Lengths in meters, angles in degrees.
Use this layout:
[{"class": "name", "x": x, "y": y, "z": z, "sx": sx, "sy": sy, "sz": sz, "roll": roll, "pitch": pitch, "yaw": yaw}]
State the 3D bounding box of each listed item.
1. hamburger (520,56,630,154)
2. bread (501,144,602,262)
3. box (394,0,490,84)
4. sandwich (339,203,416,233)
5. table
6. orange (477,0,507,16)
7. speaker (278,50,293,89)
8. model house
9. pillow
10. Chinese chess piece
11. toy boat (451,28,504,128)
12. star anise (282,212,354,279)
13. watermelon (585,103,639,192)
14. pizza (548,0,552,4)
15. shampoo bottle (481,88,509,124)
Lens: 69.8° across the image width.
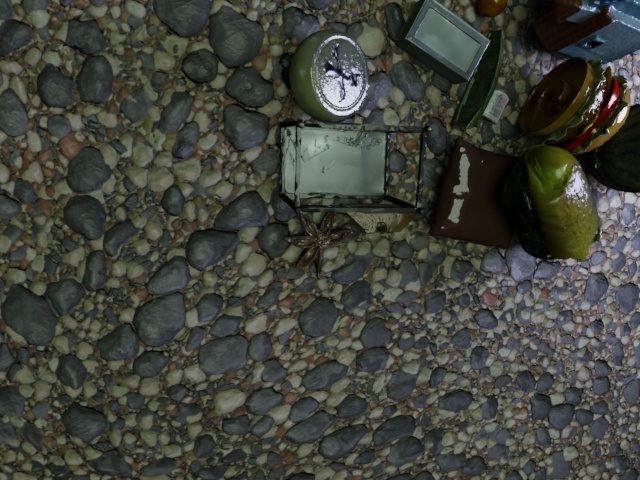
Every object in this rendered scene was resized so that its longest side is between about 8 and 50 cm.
[{"class": "hamburger", "x": 0.757, "y": -0.378, "z": 1.345, "sx": 0.212, "sy": 0.274, "sz": 0.275, "roll": 24, "pitch": 97, "yaw": -14}, {"class": "bread", "x": 0.692, "y": -0.099, "z": 1.361, "sx": 0.376, "sy": 0.208, "sz": 0.251, "roll": 46, "pitch": 67, "yaw": -37}, {"class": "box", "x": 0.344, "y": -0.559, "z": 1.292, "sx": 0.225, "sy": 0.086, "sz": 0.130, "roll": 26, "pitch": 96, "yaw": -18}, {"class": "sandwich", "x": 0.175, "y": -0.062, "z": 1.368, "sx": 0.244, "sy": 0.090, "sz": 0.089, "roll": 1, "pitch": 100, "yaw": -14}, {"class": "table", "x": 0.076, "y": -0.198, "z": 1.214, "sx": 0.334, "sy": 0.272, "sz": 0.223, "roll": -1, "pitch": 104, "yaw": -14}, {"class": "orange", "x": 0.487, "y": -0.678, "z": 1.303, "sx": 0.083, "sy": 0.083, "sz": 0.084, "roll": -3, "pitch": 104, "yaw": -13}, {"class": "speaker", "x": -0.072, "y": -0.458, "z": 1.236, "sx": 0.075, "sy": 0.060, "sz": 0.095, "roll": -25, "pitch": 73, "yaw": -7}, {"class": "model house", "x": 0.716, "y": -0.643, "z": 1.240, "sx": 0.329, "sy": 0.295, "sz": 0.252, "roll": 0, "pitch": 87, "yaw": -21}, {"class": "pillow", "x": 0.496, "y": -0.137, "z": 1.418, "sx": 0.307, "sy": 0.108, "sz": 0.306, "roll": 8, "pitch": 100, "yaw": -21}, {"class": "Chinese chess piece", "x": 0.029, "y": -0.427, "z": 1.202, "sx": 0.237, "sy": 0.092, "sz": 0.238, "roll": -10, "pitch": 104, "yaw": -41}, {"class": "toy boat", "x": 0.476, "y": -0.464, "z": 1.347, "sx": 0.055, "sy": 0.093, "sz": 0.293, "roll": 13, "pitch": 101, "yaw": -35}, {"class": "star anise", "x": -0.015, "y": -0.006, "z": 1.352, "sx": 0.171, "sy": 0.063, "sz": 0.208, "roll": 32, "pitch": 97, "yaw": -15}, {"class": "watermelon", "x": 0.990, "y": -0.284, "z": 1.419, "sx": 0.359, "sy": 0.279, "sz": 0.279, "roll": -5, "pitch": 104, "yaw": -10}, {"class": "pizza", "x": 0.602, "y": -0.825, "z": 1.284, "sx": 0.287, "sy": 0.075, "sz": 0.280, "roll": 5, "pitch": 115, "yaw": -6}, {"class": "shampoo bottle", "x": 0.528, "y": -0.413, "z": 1.396, "sx": 0.072, "sy": 0.043, "sz": 0.099, "roll": 24, "pitch": 96, "yaw": -19}]
